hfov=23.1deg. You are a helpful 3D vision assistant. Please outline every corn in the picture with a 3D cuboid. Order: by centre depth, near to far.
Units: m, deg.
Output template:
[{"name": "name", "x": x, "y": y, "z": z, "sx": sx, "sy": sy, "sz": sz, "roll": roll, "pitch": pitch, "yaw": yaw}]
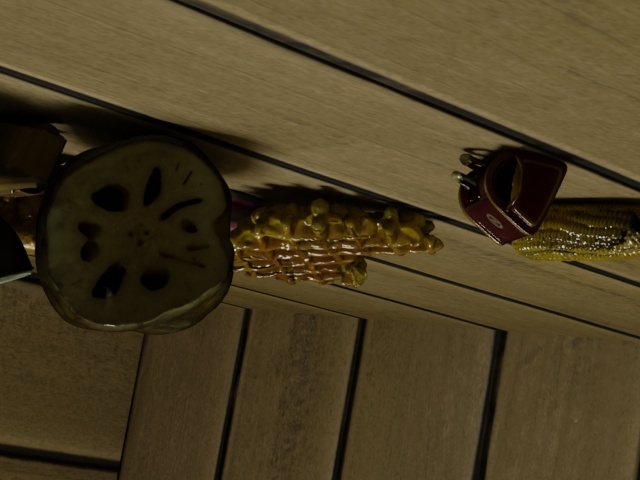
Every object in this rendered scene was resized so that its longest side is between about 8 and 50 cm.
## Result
[{"name": "corn", "x": 0.299, "y": -0.010, "z": 1.769, "sx": 0.072, "sy": 0.072, "sz": 0.203, "roll": 16, "pitch": 169, "yaw": -40}]

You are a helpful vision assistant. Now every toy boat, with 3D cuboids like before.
[{"name": "toy boat", "x": -0.394, "y": -0.098, "z": 1.917, "sx": 0.115, "sy": 0.089, "sz": 0.310, "roll": 29, "pitch": 162, "yaw": -37}]

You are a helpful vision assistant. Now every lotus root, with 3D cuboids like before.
[{"name": "lotus root", "x": -0.218, "y": 0.003, "z": 1.869, "sx": 0.250, "sy": 0.250, "sz": 0.346, "roll": 10, "pitch": 172, "yaw": -2}]

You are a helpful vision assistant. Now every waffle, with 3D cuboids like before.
[{"name": "waffle", "x": 0.000, "y": 0.000, "z": 2.106, "sx": 0.260, "sy": 0.069, "sz": 0.293, "roll": 9, "pitch": 161, "yaw": -28}]

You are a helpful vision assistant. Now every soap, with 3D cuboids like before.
[{"name": "soap", "x": -0.132, "y": -0.037, "z": 2.183, "sx": 0.149, "sy": 0.056, "sz": 0.100, "roll": 16, "pitch": 168, "yaw": -42}]

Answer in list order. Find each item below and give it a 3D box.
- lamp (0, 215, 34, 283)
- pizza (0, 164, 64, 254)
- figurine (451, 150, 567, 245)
[{"name": "lamp", "x": -0.421, "y": -0.054, "z": 1.762, "sx": 0.147, "sy": 0.227, "sz": 0.172, "roll": -15, "pitch": 179, "yaw": -6}, {"name": "pizza", "x": -0.394, "y": -0.059, "z": 2.086, "sx": 0.305, "sy": 0.161, "sz": 0.085, "roll": 9, "pitch": 144, "yaw": -2}, {"name": "figurine", "x": 0.183, "y": -0.057, "z": 1.588, "sx": 0.098, "sy": 0.082, "sz": 0.154, "roll": 30, "pitch": 171, "yaw": -3}]
